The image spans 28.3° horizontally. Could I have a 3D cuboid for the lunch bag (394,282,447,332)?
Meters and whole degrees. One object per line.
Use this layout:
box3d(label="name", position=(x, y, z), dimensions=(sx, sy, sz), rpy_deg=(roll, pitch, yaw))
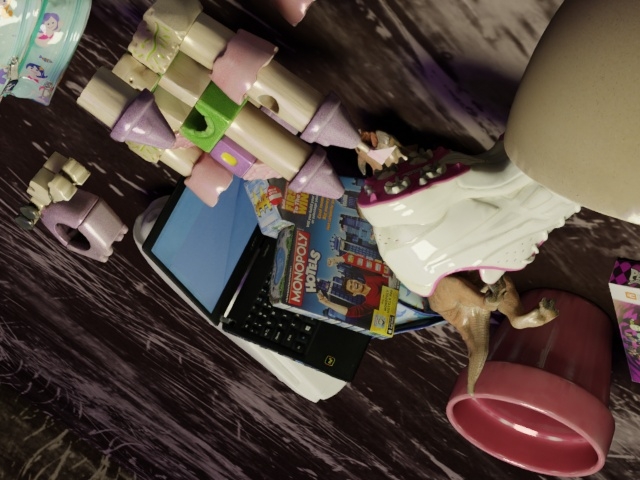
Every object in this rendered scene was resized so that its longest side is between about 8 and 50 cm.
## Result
box3d(label="lunch bag", position=(0.100, 0.078, 1.674), dimensions=(0.151, 0.096, 0.129), rpy_deg=(27, 154, -31))

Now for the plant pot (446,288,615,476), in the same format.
box3d(label="plant pot", position=(0.279, 0.169, 1.580), dimensions=(0.201, 0.180, 0.201), rpy_deg=(19, 152, 11))

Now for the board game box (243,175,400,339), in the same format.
box3d(label="board game box", position=(0.000, 0.000, 1.451), dimensions=(0.194, 0.194, 0.060), rpy_deg=(19, 157, -21))

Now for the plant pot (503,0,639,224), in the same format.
box3d(label="plant pot", position=(0.298, -0.144, 0.974), dimensions=(0.284, 0.284, 0.191), rpy_deg=(16, 117, 18))

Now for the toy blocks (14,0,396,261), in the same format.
box3d(label="toy blocks", position=(-0.094, -0.100, 1.274), dimensions=(0.260, 0.309, 0.288), rpy_deg=(36, 152, -7))

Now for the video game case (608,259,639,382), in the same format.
box3d(label="video game case", position=(0.459, 0.116, 1.491), dimensions=(0.210, 0.042, 0.232), rpy_deg=(11, 150, 28))

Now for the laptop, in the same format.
box3d(label="laptop", position=(-0.036, -0.003, 1.480), dimensions=(0.264, 0.234, 0.136), rpy_deg=(22, 153, 7))

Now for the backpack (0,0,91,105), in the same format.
box3d(label="backpack", position=(-0.327, -0.266, 1.280), dimensions=(0.191, 0.225, 0.253), rpy_deg=(8, 151, -15))

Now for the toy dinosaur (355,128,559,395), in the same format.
box3d(label="toy dinosaur", position=(0.143, 0.014, 1.396), dimensions=(0.127, 0.295, 0.200), rpy_deg=(-9, -176, -42))

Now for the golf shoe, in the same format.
box3d(label="golf shoe", position=(0.196, -0.040, 1.235), dimensions=(0.306, 0.115, 0.140), rpy_deg=(-16, 108, 7))

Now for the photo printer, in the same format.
box3d(label="photo printer", position=(-0.113, 0.068, 1.720), dimensions=(0.307, 0.107, 0.256), rpy_deg=(32, 166, 51))
